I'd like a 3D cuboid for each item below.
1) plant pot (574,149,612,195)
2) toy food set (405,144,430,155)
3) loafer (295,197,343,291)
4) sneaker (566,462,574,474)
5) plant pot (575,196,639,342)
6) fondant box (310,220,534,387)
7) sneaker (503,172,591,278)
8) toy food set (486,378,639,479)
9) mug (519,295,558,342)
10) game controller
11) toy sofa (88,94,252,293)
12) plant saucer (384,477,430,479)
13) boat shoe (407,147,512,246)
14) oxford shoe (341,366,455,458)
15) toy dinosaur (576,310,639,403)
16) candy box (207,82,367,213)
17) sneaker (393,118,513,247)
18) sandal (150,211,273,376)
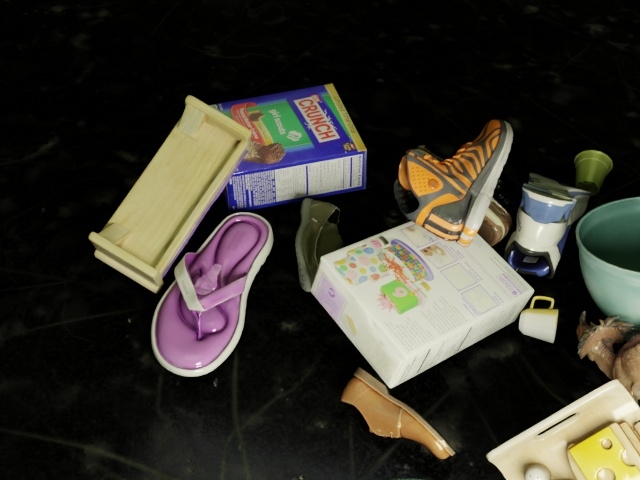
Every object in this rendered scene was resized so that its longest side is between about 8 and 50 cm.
[{"bbox_3d":[0.599,-0.144,1.771,0.083,0.083,0.079,15,56,16],"label":"plant pot"},{"bbox_3d":[0.236,-0.183,1.846,0.078,0.019,0.122,-16,45,-16],"label":"toy food set"},{"bbox_3d":[0.000,0.000,1.592,0.087,0.094,0.251,-1,42,5],"label":"loafer"},{"bbox_3d":[0.444,0.393,1.184,0.297,0.111,0.129,32,34,27],"label":"sneaker"},{"bbox_3d":[0.608,0.070,1.419,0.293,0.196,0.293,-8,27,4],"label":"plant pot"},{"bbox_3d":[0.183,0.089,1.433,0.330,0.096,0.238,-20,56,-35],"label":"fondant box"},{"bbox_3d":[0.442,-0.027,1.607,0.127,0.182,0.315,23,18,20],"label":"sneaker"},{"bbox_3d":[0.395,0.371,1.072,0.219,0.092,0.306,-36,65,14],"label":"toy food set"},{"bbox_3d":[0.401,0.148,1.465,0.064,0.062,0.078,7,36,20],"label":"mug"},{"bbox_3d":[0.283,-0.062,1.682,0.319,0.067,0.166,-26,49,-24],"label":"game controller"},{"bbox_3d":[-0.287,-0.086,1.579,0.150,0.177,0.363,30,73,3],"label":"toy sofa"},{"bbox_3d":[0.136,0.469,1.125,0.317,0.044,0.318,0,43,0],"label":"plant saucer"},{"bbox_3d":[0.284,-0.097,1.632,0.095,0.095,0.257,-32,74,-38],"label":"boat shoe"},{"bbox_3d":[0.124,0.298,1.305,0.212,0.076,0.076,33,80,29],"label":"oxford shoe"},{"bbox_3d":[0.533,0.192,1.296,0.127,0.295,0.200,-7,78,-41],"label":"toy dinosaur"},{"bbox_3d":[-0.082,-0.213,1.802,0.317,0.122,0.268,-11,46,-13],"label":"candy box"},{"bbox_3d":[0.249,-0.144,1.514,0.180,0.125,0.321,24,50,6],"label":"sneaker"},{"bbox_3d":[-0.209,0.071,1.508,0.169,0.102,0.416,9,44,9],"label":"sandal"}]
